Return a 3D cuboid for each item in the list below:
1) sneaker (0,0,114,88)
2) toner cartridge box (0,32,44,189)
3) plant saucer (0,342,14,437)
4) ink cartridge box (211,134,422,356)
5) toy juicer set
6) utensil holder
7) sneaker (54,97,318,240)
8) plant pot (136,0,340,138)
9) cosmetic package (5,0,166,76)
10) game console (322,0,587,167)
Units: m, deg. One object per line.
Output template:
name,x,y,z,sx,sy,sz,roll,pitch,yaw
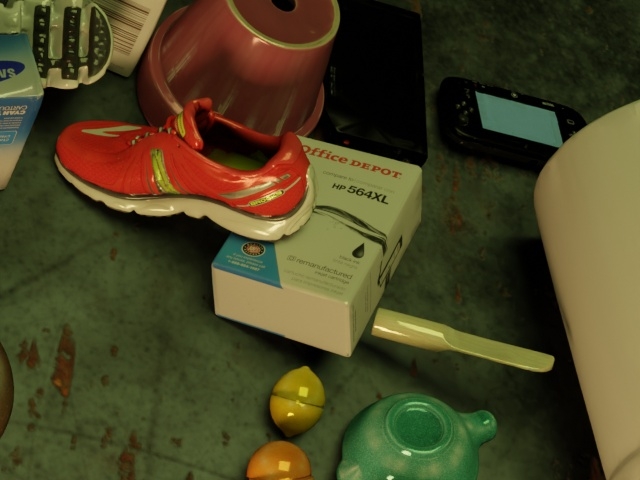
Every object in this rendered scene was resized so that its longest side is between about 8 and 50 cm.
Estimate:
sneaker,-0.354,-0.199,1.456,0.292,0.118,0.110,9,88,-12
toner cartridge box,-0.436,-0.103,1.310,0.348,0.165,0.075,-7,64,-30
plant saucer,-0.362,0.117,1.287,0.198,0.036,0.198,13,54,-19
ink cartridge box,0.000,0.000,1.482,0.148,0.086,0.203,15,49,16
toy juicer set,0.059,0.184,1.437,0.209,0.089,0.329,31,52,18
utensil holder,0.410,0.078,1.520,0.327,0.327,0.385,4,57,-25
sneaker,-0.132,-0.091,1.441,0.279,0.118,0.107,11,45,17
plant pot,-0.073,-0.197,1.545,0.201,0.180,0.201,12,55,-18
cosmetic package,-0.223,-0.307,1.559,0.151,0.151,0.183,24,51,-11
game console,0.159,-0.166,1.730,0.361,0.044,0.213,13,55,-20
